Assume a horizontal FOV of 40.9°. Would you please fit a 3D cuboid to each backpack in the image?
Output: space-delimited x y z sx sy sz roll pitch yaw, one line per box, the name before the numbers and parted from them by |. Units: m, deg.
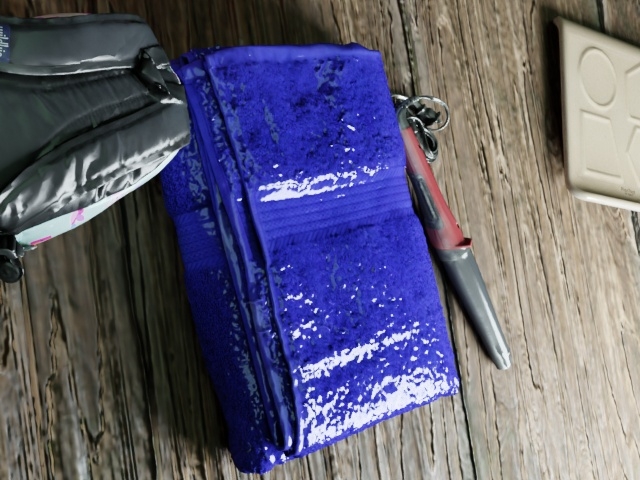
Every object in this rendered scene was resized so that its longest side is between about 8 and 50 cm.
backpack | -0.174 -0.073 0.520 0.182 0.115 0.152 -29 111 -37

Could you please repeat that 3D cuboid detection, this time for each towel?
towel | 0.000 0.000 0.660 0.227 0.076 0.308 -14 91 -36

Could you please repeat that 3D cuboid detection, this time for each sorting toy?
sorting toy | 0.325 -0.130 0.950 0.193 0.038 0.208 7 74 -36

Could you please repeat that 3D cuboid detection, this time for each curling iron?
curling iron | 0.125 -0.008 0.778 0.068 0.035 0.274 -27 98 -36
